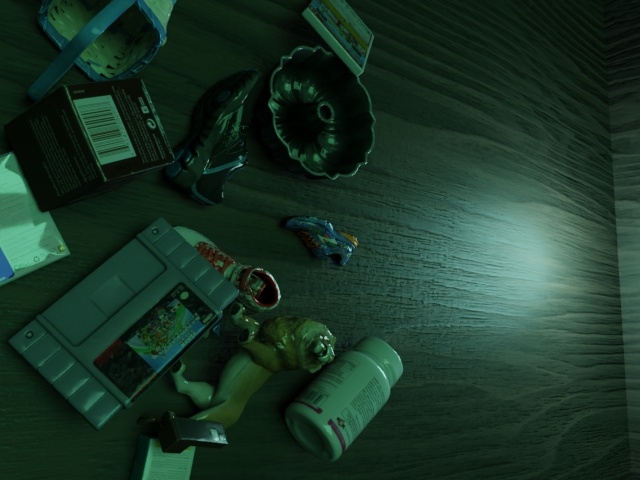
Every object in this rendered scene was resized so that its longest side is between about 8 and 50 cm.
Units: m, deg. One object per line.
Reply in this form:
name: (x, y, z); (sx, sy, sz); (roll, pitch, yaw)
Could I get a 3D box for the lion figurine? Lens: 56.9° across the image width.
lion figurine: (-0.160, 0.283, 1.224); (0.392, 0.142, 0.240); (-40, 135, 2)

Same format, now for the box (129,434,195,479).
box: (-0.318, 0.505, 1.129); (0.100, 0.060, 0.244); (21, 70, -35)

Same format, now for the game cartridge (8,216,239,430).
game cartridge: (-0.347, 0.144, 1.094); (0.230, 0.068, 0.355); (41, 61, 7)

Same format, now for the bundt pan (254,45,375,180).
bundt pan: (-0.024, -0.298, 1.454); (0.330, 0.124, 0.331); (8, 77, -38)

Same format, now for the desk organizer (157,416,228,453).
desk organizer: (-0.240, 0.373, 1.118); (0.130, 0.050, 0.047); (31, 24, -50)

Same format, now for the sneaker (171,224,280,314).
sneaker: (-0.200, 0.056, 1.241); (0.270, 0.145, 0.090); (47, 57, -23)

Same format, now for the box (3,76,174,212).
box: (-0.408, -0.171, 1.051); (0.167, 0.203, 0.168); (-33, 104, -54)

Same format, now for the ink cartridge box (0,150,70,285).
ink cartridge box: (-0.575, -0.024, 1.017); (0.206, 0.045, 0.208); (-31, 103, -39)

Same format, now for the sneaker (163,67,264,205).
sneaker: (-0.214, -0.235, 1.313); (0.140, 0.125, 0.341); (47, 63, -41)

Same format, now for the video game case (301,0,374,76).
video game case: (0.053, -0.558, 1.535); (0.204, 0.025, 0.285); (44, 32, -20)

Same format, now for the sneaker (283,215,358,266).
sneaker: (0.000, 0.000, 1.457); (0.221, 0.083, 0.087); (25, 76, -30)

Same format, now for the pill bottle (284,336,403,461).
pill bottle: (0.063, 0.364, 1.394); (0.283, 0.160, 0.160); (-38, 107, -36)

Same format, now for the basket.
basket: (-0.404, -0.389, 1.080); (0.201, 0.254, 0.289); (49, 45, -25)

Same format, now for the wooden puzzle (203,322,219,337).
wooden puzzle: (-0.262, 0.165, 1.259); (0.116, 0.014, 0.079); (17, 73, -36)
